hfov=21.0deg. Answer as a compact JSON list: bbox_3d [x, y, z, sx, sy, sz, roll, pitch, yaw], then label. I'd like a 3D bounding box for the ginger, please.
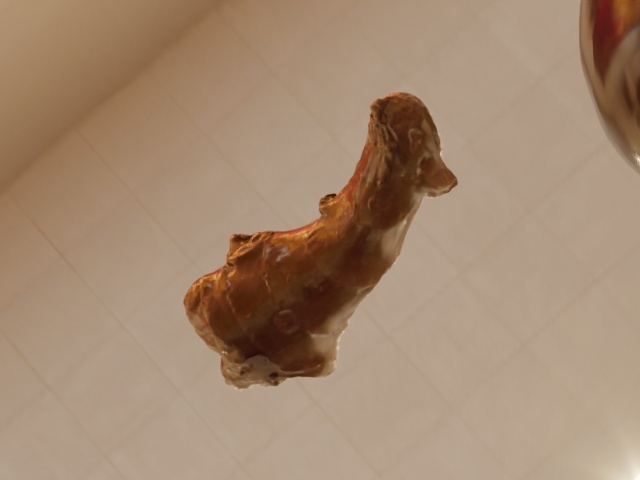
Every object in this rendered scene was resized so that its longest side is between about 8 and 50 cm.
[{"bbox_3d":[0.000,0.000,1.319,0.131,0.086,0.294,34,-59,1],"label":"ginger"}]

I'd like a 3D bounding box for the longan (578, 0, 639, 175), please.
[{"bbox_3d":[0.387,-0.166,1.379,0.361,0.361,0.361,-2,-104,7],"label":"longan"}]
